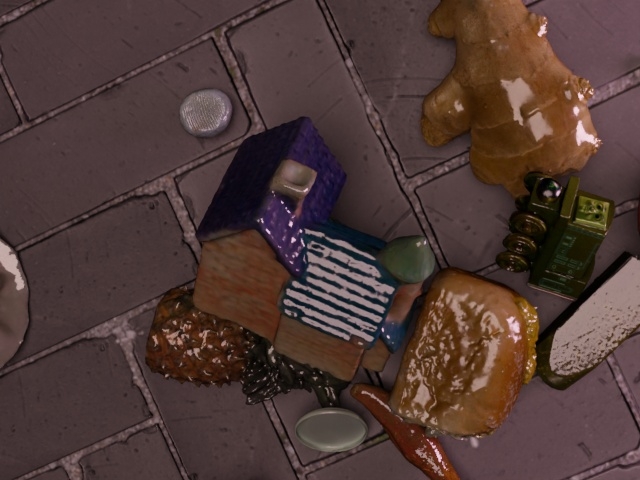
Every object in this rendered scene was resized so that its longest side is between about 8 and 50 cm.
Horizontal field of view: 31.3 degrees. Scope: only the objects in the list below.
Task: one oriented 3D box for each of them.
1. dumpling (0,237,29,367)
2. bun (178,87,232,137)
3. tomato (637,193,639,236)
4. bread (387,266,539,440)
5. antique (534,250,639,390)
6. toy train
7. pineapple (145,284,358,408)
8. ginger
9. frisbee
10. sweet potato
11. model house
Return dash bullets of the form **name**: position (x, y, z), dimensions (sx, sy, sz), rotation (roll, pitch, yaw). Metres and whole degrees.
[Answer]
- **dumpling**: position (-0.571, 0.090, 1.736), dimensions (0.205, 0.163, 0.293), rotation (2, 81, 12)
- **bun**: position (-0.172, -0.192, 1.721), dimensions (0.083, 0.045, 0.083), rotation (0, 91, 5)
- **tomato**: position (0.536, -0.023, 1.546), dimensions (0.232, 0.232, 0.188), rotation (24, 113, 7)
- **bread**: position (0.209, 0.173, 1.607), dimensions (0.176, 0.195, 0.246), rotation (23, 97, 14)
- **antique**: position (0.394, 0.121, 1.635), dimensions (0.081, 0.080, 0.221), rotation (44, 97, 3)
- **toy train**: position (0.325, -0.008, 1.576), dimensions (0.137, 0.225, 0.090), rotation (19, 64, 7)
- **pineapple**: position (-0.096, 0.157, 1.685), dimensions (0.310, 0.141, 0.170), rotation (15, 70, -5)
- **ginger**: position (0.250, -0.241, 1.645), dimensions (0.236, 0.166, 0.375), rotation (-37, 63, 43)
- **frisbee**: position (0.016, 0.281, 1.696), dimensions (0.110, 0.110, 0.014), rotation (-6, 47, 8)
- **sweet potato**: position (0.142, 0.300, 1.679), dimensions (0.058, 0.078, 0.255), rotation (-41, 84, 7)
- **model house**: position (0.000, 0.000, 1.545), dimensions (0.312, 0.280, 0.245), rotation (23, 53, 6)
